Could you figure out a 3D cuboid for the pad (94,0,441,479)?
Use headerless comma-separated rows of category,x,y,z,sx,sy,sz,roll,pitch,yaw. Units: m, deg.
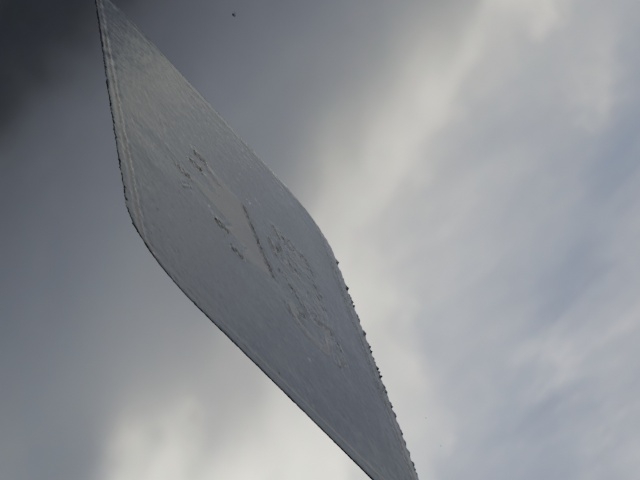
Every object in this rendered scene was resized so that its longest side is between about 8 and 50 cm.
pad,0.000,0.001,1.032,0.063,0.315,0.375,-37,-152,10
